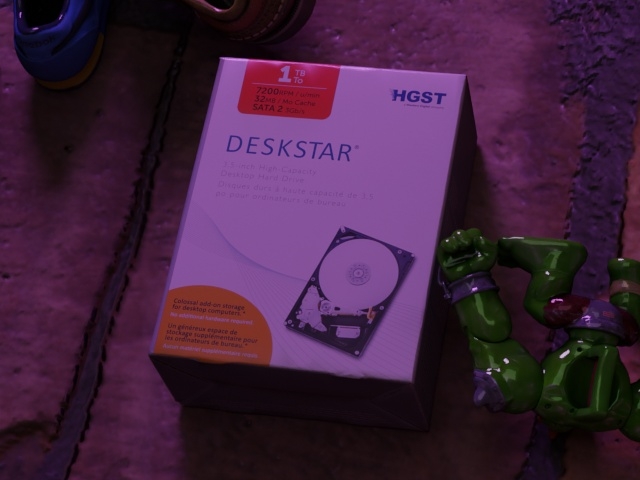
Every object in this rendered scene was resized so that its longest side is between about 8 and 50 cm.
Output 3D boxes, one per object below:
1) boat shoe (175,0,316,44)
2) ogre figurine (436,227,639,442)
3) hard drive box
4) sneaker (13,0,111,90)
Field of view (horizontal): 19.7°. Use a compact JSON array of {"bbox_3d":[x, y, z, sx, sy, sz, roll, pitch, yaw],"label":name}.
[{"bbox_3d":[-0.124,-0.274,1.370,0.307,0.104,0.111,47,110,17],"label":"boat shoe"},{"bbox_3d":[0.167,0.065,1.180,0.197,0.097,0.118,21,66,-28],"label":"ogre figurine"},{"bbox_3d":[0.000,0.000,1.257,0.181,0.089,0.232,4,63,13],"label":"hard drive box"},{"bbox_3d":[-0.197,-0.220,1.417,0.069,0.082,0.209,-2,61,12],"label":"sneaker"}]
